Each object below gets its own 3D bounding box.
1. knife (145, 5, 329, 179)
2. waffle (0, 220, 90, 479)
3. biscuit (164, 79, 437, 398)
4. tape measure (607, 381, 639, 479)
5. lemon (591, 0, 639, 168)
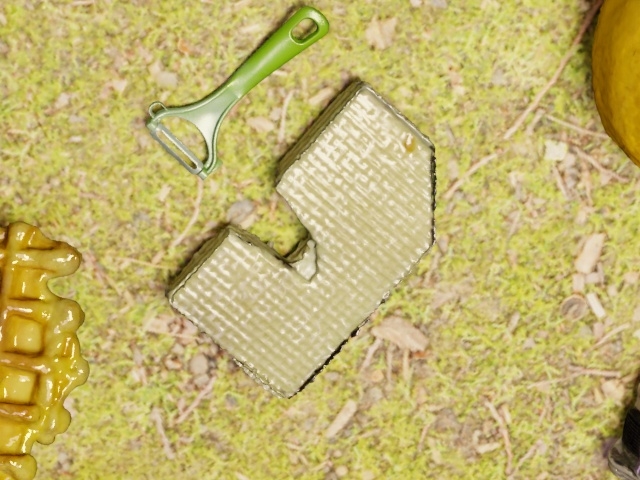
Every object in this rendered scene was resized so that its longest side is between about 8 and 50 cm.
[{"bbox_3d":[-0.062,-0.127,1.546,0.166,0.022,0.078,-43,118,8],"label":"knife"},{"bbox_3d":[-0.321,0.088,1.499,0.309,0.065,0.283,-36,87,-9],"label":"waffle"},{"bbox_3d":[0.000,0.000,1.592,0.147,0.046,0.250,38,99,-19],"label":"biscuit"},{"bbox_3d":[0.363,0.167,1.687,0.236,0.120,0.197,-45,108,3],"label":"tape measure"},{"bbox_3d":[0.308,-0.149,1.524,0.188,0.188,0.256,8,109,-14],"label":"lemon"}]
